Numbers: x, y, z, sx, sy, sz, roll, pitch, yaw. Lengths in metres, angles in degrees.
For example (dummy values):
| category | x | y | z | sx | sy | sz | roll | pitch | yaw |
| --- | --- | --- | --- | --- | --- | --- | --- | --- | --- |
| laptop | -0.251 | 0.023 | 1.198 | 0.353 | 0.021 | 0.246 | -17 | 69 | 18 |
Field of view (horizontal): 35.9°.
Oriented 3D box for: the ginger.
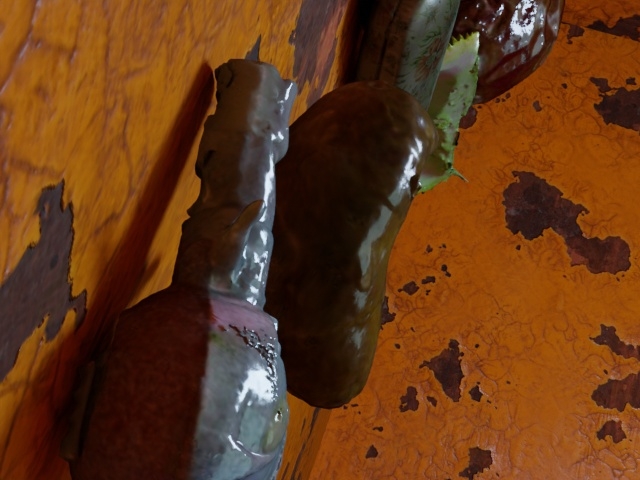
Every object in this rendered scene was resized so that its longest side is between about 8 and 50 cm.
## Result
| category | x | y | z | sx | sy | sz | roll | pitch | yaw |
| --- | --- | --- | --- | --- | --- | --- | --- | --- | --- |
| ginger | 0.000 | 0.000 | 0.937 | 0.165 | 0.172 | 0.321 | 28 | -77 | 60 |

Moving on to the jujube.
| category | x | y | z | sx | sy | sz | roll | pitch | yaw |
| --- | --- | --- | --- | --- | --- | --- | --- | --- | --- |
| jujube | 0.277 | -0.407 | 1.695 | 0.276 | 0.276 | 0.377 | 89 | 17 | -67 |

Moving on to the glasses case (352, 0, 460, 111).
| category | x | y | z | sx | sy | sz | roll | pitch | yaw |
| --- | --- | --- | --- | --- | --- | --- | --- | --- | --- |
| glasses case | 0.102 | -0.218 | 1.325 | 0.156 | 0.098 | 0.425 | -54 | 168 | -29 |

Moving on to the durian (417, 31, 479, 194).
| category | x | y | z | sx | sy | sz | roll | pitch | yaw |
| --- | --- | --- | --- | --- | --- | --- | --- | --- | --- |
| durian | 0.155 | -0.188 | 1.592 | 0.355 | 0.169 | 0.157 | 85 | 27 | -56 |

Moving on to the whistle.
| category | x | y | z | sx | sy | sz | roll | pitch | yaw |
| --- | --- | --- | --- | --- | --- | --- | --- | --- | --- |
| whistle | -0.075 | 0.046 | 0.620 | 0.142 | 0.133 | 0.346 | 79 | 19 | -68 |

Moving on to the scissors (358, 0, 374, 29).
| category | x | y | z | sx | sy | sz | roll | pitch | yaw |
| --- | --- | --- | --- | --- | --- | --- | --- | --- | --- |
| scissors | 0.055 | -0.298 | 1.189 | 0.220 | 0.017 | 0.088 | 65 | 41 | -80 |
